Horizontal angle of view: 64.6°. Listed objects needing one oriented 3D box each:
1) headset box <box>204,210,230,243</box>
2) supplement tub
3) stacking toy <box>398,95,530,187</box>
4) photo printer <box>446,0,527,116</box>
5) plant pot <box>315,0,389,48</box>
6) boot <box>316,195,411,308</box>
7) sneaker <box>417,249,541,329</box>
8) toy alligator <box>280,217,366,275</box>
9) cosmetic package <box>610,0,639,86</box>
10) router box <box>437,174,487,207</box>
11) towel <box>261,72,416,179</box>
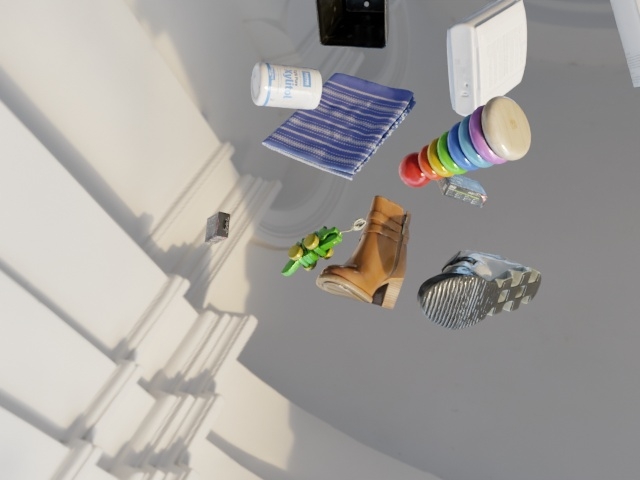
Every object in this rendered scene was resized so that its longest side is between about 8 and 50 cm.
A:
[{"bbox_3d":[-0.245,-0.031,1.212,0.083,0.032,0.062,-19,-116,52],"label":"headset box"},{"bbox_3d":[-0.059,-0.261,0.858,0.107,0.071,0.071,-2,-151,-23],"label":"supplement tub"},{"bbox_3d":[0.308,-0.209,1.182,0.330,0.141,0.141,-18,-147,53],"label":"stacking toy"},{"bbox_3d":[0.483,-0.531,1.435,0.107,0.256,0.307,20,-133,41],"label":"photo printer"},{"bbox_3d":[0.102,-0.638,1.346,0.187,0.188,0.167,9,-134,17],"label":"plant pot"},{"bbox_3d":[0.104,0.015,1.020,0.108,0.283,0.220,9,-97,40],"label":"boot"},{"bbox_3d":[0.292,0.087,1.033,0.330,0.123,0.146,-2,-152,-37],"label":"sneaker"},{"bbox_3d":[0.000,0.000,0.927,0.189,0.056,0.051,-35,-135,19],"label":"toy alligator"},{"bbox_3d":[0.872,-0.602,1.313,0.155,0.366,0.197,-17,-170,19],"label":"cosmetic package"},{"bbox_3d":[0.385,-0.143,1.380,0.092,0.122,0.038,-92,-158,-57],"label":"router box"},{"bbox_3d":[0.053,-0.289,1.197,0.243,0.040,0.336,23,-126,21],"label":"towel"}]
